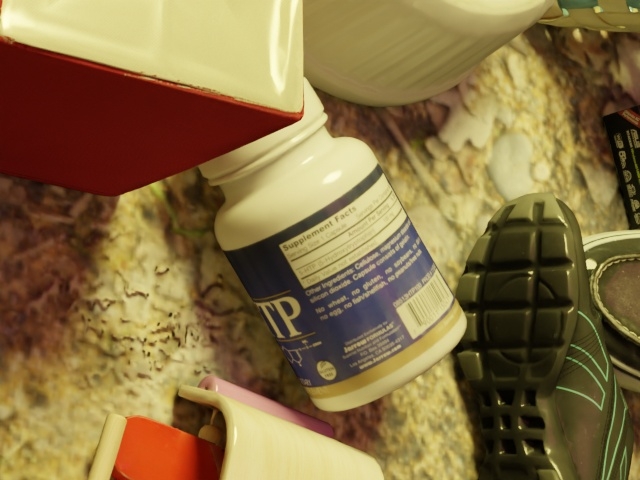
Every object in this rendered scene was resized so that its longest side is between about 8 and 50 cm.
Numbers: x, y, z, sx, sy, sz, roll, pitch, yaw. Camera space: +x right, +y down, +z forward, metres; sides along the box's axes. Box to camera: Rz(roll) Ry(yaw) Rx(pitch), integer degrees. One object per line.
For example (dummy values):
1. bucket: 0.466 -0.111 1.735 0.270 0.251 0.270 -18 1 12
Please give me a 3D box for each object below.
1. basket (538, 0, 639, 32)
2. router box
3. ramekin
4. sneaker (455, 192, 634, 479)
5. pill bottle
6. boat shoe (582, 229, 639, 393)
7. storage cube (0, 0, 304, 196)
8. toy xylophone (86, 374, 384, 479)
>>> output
1. basket: 0.256 -0.294 1.294 0.201 0.255 0.289 -7 102 -41
2. router box: 0.279 -0.063 1.385 0.122 0.038 0.092 -13 88 -39
3. ramekin: 0.058 -0.233 1.195 0.273 0.127 0.273 10 74 -37
4. sneaker: 0.156 0.102 1.226 0.106 0.101 0.267 4 85 -48
5. pill bottle: 0.000 0.000 1.103 0.112 0.112 0.186 -38 103 -38
6. boat shoe: 0.322 0.064 1.283 0.335 0.119 0.121 15 78 -12
7. storage cube: -0.132 -0.146 0.983 0.215 0.193 0.183 13 72 -35
8. toy xylophone: -0.069 0.221 1.015 0.236 0.081 0.322 34 61 -28
